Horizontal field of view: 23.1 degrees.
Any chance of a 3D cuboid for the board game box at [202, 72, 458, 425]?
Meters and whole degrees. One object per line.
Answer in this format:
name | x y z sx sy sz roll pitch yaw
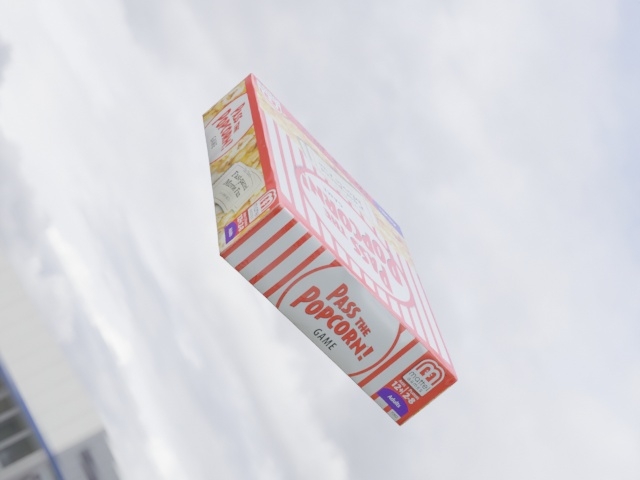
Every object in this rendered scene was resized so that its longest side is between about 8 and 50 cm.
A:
board game box | 0.000 0.000 0.891 0.147 0.045 0.193 45 13 -24
